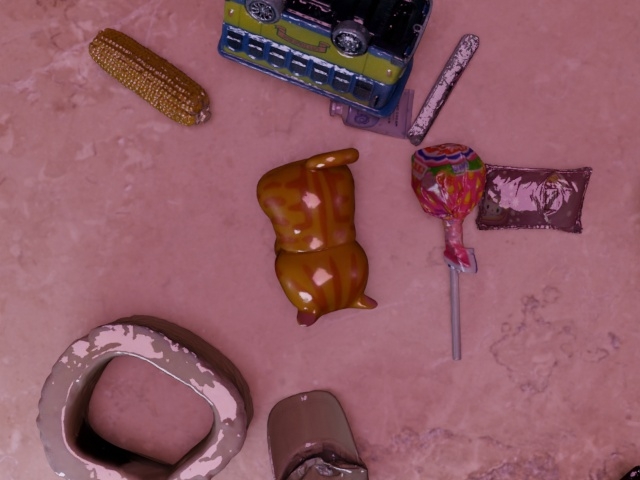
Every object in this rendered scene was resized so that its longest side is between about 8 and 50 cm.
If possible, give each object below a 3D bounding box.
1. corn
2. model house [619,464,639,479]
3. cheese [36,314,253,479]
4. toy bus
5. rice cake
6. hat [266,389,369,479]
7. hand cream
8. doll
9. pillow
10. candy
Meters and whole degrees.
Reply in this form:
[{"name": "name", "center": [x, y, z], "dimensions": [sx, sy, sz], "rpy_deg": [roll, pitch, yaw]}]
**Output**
[{"name": "corn", "center": [-0.283, -0.272, 1.909], "dimensions": [0.238, 0.080, 0.080], "rpy_deg": [35, 93, 0]}, {"name": "model house", "center": [0.517, 0.486, 1.855], "dimensions": [0.164, 0.141, 0.203], "rpy_deg": [37, 96, -9]}, {"name": "cheese", "center": [-0.284, 0.288, 1.888], "dimensions": [0.332, 0.153, 0.292], "rpy_deg": [25, 93, 4]}, {"name": "toy bus", "center": [0.005, -0.344, 1.824], "dimensions": [0.312, 0.190, 0.152], "rpy_deg": [21, 61, 3]}, {"name": "rice cake", "center": [0.204, -0.252, 1.904], "dimensions": [0.033, 0.033, 0.207], "rpy_deg": [30, 93, 2]}, {"name": "hat", "center": [-0.004, 0.356, 1.926], "dimensions": [0.166, 0.144, 0.173], "rpy_deg": [-12, 47, 5]}, {"name": "hand cream", "center": [0.085, -0.217, 1.908], "dimensions": [0.142, 0.053, 0.084], "rpy_deg": [5, 95, -7]}, {"name": "doll", "center": [-0.006, -0.012, 1.864], "dimensions": [0.166, 0.162, 0.269], "rpy_deg": [-13, 101, -11]}, {"name": "pillow", "center": [0.353, -0.070, 1.897], "dimensions": [0.185, 0.043, 0.118], "rpy_deg": [4, 98, 6]}, {"name": "candy", "center": [0.217, 0.021, 1.890], "dimensions": [0.124, 0.124, 0.365], "rpy_deg": [-2, 100, 3]}]
